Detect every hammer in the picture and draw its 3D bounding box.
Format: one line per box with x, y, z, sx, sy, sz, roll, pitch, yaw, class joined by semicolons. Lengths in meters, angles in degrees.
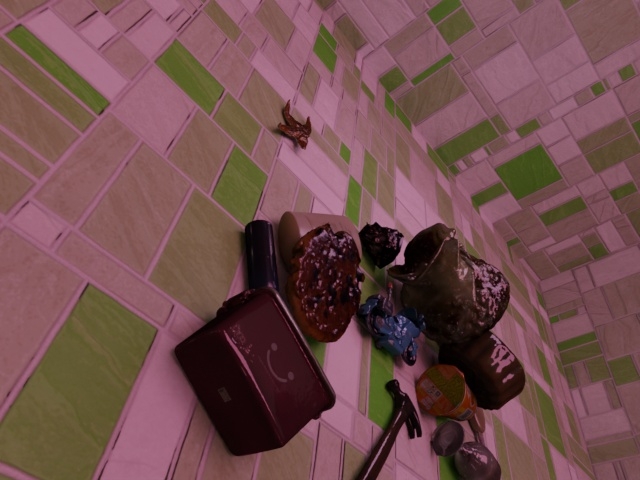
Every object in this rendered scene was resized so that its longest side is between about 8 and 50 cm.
0.162;0.534;1.310;0.168;0.044;0.440;59;30;2;hammer

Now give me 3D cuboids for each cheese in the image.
0.570;0.674;1.811;0.097;0.037;0.192;35;38;-36;cheese

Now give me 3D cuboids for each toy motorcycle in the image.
0.230;0.261;1.577;0.272;0.124;0.182;43;44;-28;toy motorcycle

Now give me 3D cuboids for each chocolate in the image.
0.193;0.002;1.751;0.133;0.156;0.156;32;37;-14;chocolate

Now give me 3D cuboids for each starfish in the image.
-0.088;-0.397;1.739;0.138;0.050;0.247;44;26;-25;starfish

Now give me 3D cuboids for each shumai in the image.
0.424;0.113;1.723;0.348;0.396;0.395;61;28;-20;shumai

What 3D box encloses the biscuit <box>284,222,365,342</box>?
0.010;0.105;1.324;0.334;0.081;0.289;-43;117;-52;biscuit

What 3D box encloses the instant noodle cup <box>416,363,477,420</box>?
0.423;0.507;1.631;0.185;0.169;0.168;42;34;-44;instant noodle cup

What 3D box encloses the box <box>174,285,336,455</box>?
-0.131;0.256;0.968;0.168;0.193;0.293;-30;91;-52;box

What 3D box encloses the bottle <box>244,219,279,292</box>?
-0.142;0.069;1.223;0.072;0.082;0.244;-4;57;-9;bottle

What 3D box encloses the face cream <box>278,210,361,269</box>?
0.000;0.000;1.484;0.349;0.081;0.173;2;70;-57;face cream

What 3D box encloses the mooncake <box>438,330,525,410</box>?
0.547;0.440;1.735;0.161;0.290;0.290;-33;94;-19;mooncake

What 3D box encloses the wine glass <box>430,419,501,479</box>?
0.457;0.670;1.559;0.241;0.127;0.126;46;33;-24;wine glass
